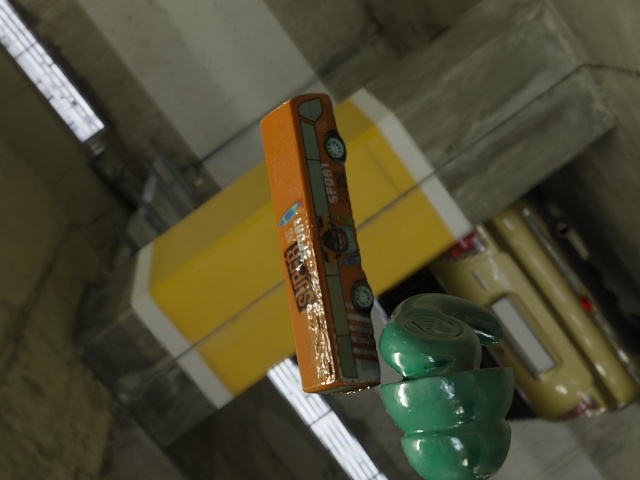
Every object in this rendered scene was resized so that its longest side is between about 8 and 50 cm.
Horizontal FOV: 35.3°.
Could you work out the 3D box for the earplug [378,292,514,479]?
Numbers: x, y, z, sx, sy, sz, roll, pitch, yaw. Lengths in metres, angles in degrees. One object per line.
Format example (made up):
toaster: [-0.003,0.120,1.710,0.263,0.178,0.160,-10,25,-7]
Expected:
earplug: [0.162,0.185,1.273,0.257,0.164,0.280,61,-157,-69]

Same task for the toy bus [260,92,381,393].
toy bus: [0.000,0.000,1.346,0.092,0.093,0.408,2,-109,-39]
